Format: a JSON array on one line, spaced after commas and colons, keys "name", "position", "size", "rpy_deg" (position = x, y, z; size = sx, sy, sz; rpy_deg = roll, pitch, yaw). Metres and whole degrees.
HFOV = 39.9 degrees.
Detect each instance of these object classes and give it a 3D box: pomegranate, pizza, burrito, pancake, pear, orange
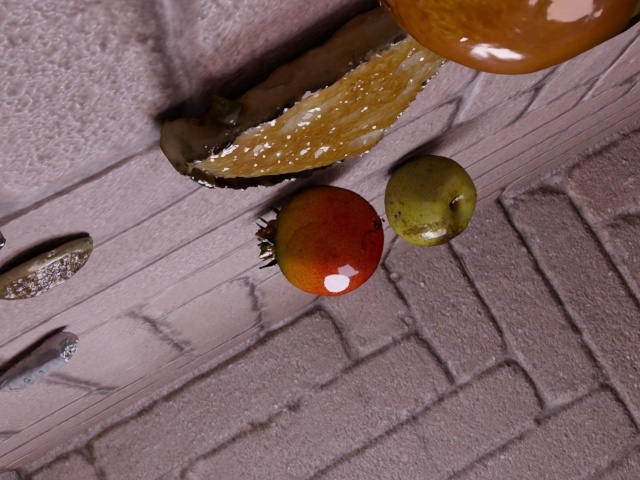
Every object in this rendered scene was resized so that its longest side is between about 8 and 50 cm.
[{"name": "pomegranate", "position": [0.000, 0.000, 1.599], "size": [0.235, 0.210, 0.210], "rpy_deg": [-2, 168, -3]}, {"name": "pizza", "position": [-0.029, -0.155, 1.087], "size": [0.391, 0.080, 0.435], "rpy_deg": [-25, 168, -28]}, {"name": "burrito", "position": [-0.523, 0.229, 1.623], "size": [0.203, 0.064, 0.064], "rpy_deg": [-33, 170, 20]}, {"name": "pancake", "position": [-0.375, 0.041, 1.201], "size": [0.158, 0.028, 0.158], "rpy_deg": [-30, 173, -4]}, {"name": "pear", "position": [0.222, -0.086, 1.859], "size": [0.197, 0.197, 0.197], "rpy_deg": [-29, 170, -6]}, {"name": "orange", "position": [0.145, -0.245, 0.644], "size": [0.246, 0.246, 0.246], "rpy_deg": [-29, 170, -6]}]

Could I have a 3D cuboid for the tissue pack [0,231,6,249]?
[{"name": "tissue pack", "position": [-0.423, 0.028, 0.921], "size": [0.112, 0.051, 0.156], "rpy_deg": [-37, 169, 39]}]
